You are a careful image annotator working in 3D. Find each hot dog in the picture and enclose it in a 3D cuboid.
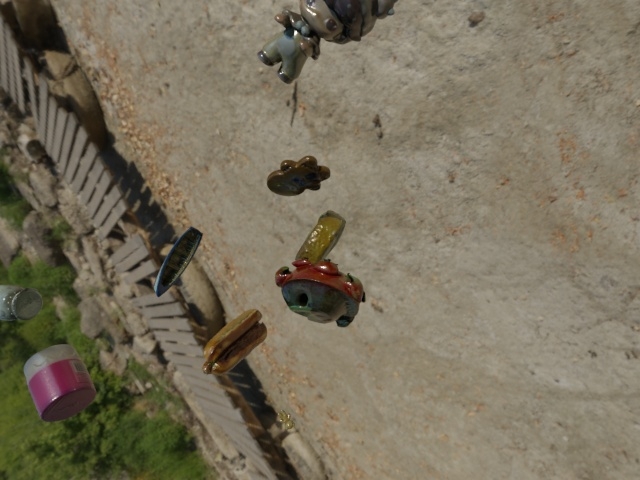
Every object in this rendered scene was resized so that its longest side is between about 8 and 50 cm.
[{"bbox_3d":[-0.298,0.346,1.609,0.100,0.337,0.135,-9,104,27],"label":"hot dog"}]

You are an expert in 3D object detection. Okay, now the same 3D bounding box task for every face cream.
[{"bbox_3d":[-0.872,0.474,1.580,0.195,0.175,0.175,49,145,27],"label":"face cream"}]

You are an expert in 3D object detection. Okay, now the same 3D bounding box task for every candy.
[{"bbox_3d":[0.000,0.000,1.848,0.118,0.260,0.260,32,141,5],"label":"candy"}]

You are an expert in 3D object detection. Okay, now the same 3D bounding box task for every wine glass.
[{"bbox_3d":[-0.982,0.194,1.485,0.204,0.111,0.111,1,119,22],"label":"wine glass"}]

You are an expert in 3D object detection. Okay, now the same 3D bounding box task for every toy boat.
[{"bbox_3d":[-0.434,0.062,1.411,0.045,0.229,0.080,22,169,40],"label":"toy boat"}]

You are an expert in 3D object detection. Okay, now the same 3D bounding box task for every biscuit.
[{"bbox_3d":[-0.080,-0.208,1.598,0.236,0.179,0.039,-20,54,39],"label":"biscuit"}]

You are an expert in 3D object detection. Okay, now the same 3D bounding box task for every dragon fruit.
[{"bbox_3d":[-0.001,0.155,1.371,0.268,0.130,0.295,28,157,-24],"label":"dragon fruit"}]

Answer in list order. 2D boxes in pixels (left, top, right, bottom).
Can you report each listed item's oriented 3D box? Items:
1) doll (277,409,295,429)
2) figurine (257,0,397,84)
[{"bbox_3d":[-0.167,0.876,2.311,0.093,0.061,0.051,61,157,-7],"label":"doll"},{"bbox_3d":[0.006,-0.588,1.255,0.380,0.203,0.248,-40,94,20],"label":"figurine"}]
